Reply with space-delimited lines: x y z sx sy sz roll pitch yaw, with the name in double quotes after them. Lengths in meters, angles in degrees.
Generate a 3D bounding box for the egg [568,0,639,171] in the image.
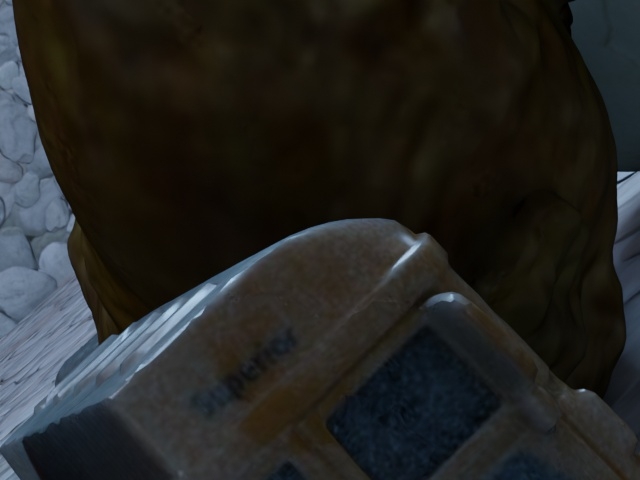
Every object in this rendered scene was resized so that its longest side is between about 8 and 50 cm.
0.123 -0.109 0.642 0.209 0.151 0.151 -35 8 32 "egg"

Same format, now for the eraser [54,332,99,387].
-0.001 -0.001 0.929 0.352 0.077 0.111 -44 8 -28 "eraser"

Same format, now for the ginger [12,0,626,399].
0.008 -0.014 0.537 0.165 0.172 0.321 -63 -3 -16 "ginger"

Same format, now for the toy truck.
-0.058 0.097 0.332 0.256 0.140 0.108 -43 7 -25 "toy truck"
